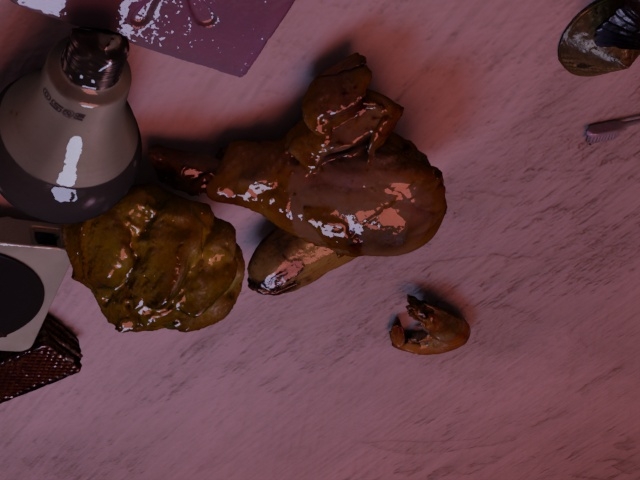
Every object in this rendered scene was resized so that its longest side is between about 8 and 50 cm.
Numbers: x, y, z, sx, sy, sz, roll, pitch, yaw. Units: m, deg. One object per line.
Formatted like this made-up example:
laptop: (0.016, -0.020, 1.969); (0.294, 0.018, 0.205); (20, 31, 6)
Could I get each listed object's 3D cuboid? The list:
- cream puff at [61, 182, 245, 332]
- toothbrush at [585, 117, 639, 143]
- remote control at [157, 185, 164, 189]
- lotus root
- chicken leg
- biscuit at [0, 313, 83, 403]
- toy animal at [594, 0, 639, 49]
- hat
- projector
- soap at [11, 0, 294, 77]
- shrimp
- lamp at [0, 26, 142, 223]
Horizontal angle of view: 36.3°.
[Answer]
cream puff: (-0.220, 0.025, 1.299); (0.244, 0.196, 0.244); (2, 177, 0)
toothbrush: (0.572, -0.193, 1.488); (0.353, 0.024, 0.029); (-12, 149, -5)
remote control: (-0.227, -0.033, 1.400); (0.053, 0.018, 0.124); (-21, 144, 5)
lotus root: (0.000, 0.000, 1.469); (0.258, 0.097, 0.110); (-26, 150, 1)
chicken leg: (-0.020, -0.119, 1.283); (0.409, 0.182, 0.295); (7, 131, -4)
biscuit: (-0.515, 0.203, 1.557); (0.252, 0.070, 0.106); (-21, 142, 8)
toy animal: (0.420, -0.289, 1.179); (0.116, 0.179, 0.218); (-23, 153, -36)
hat: (0.398, -0.254, 1.305); (0.146, 0.067, 0.146); (-10, 144, -8)
projector: (-0.504, 0.055, 1.358); (0.257, 0.079, 0.259); (8, 137, -29)
soap: (-0.137, -0.332, 0.973); (0.285, 0.107, 0.296); (13, 134, -30)
shrimp: (0.191, 0.157, 1.775); (0.150, 0.068, 0.249); (-17, 149, 10)
lamp: (-0.293, -0.141, 1.082); (0.181, 0.182, 0.314); (-8, 153, -11)
